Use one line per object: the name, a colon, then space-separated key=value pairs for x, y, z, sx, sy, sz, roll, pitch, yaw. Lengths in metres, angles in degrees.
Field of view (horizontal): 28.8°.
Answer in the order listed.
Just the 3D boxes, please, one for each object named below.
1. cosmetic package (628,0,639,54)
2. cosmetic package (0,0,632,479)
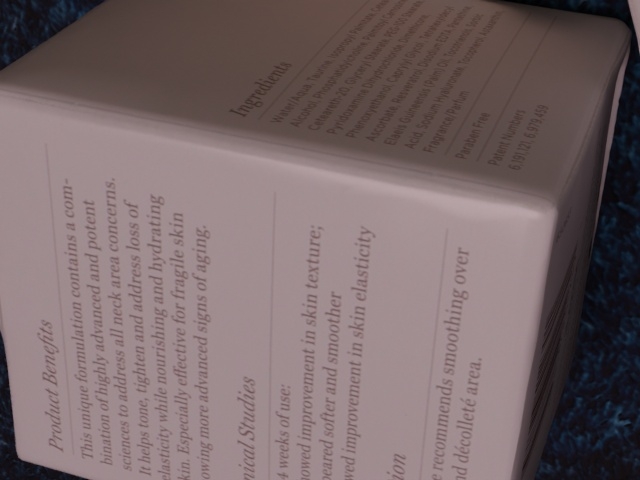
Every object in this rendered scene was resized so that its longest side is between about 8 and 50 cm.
cosmetic package: x=0.411 y=-0.167 z=0.817 sx=0.385 sy=0.156 sz=0.217 roll=-6 pitch=115 yaw=28
cosmetic package: x=0.000 y=0.000 z=0.964 sx=0.394 sy=0.327 sz=0.329 roll=13 pitch=123 yaw=15
